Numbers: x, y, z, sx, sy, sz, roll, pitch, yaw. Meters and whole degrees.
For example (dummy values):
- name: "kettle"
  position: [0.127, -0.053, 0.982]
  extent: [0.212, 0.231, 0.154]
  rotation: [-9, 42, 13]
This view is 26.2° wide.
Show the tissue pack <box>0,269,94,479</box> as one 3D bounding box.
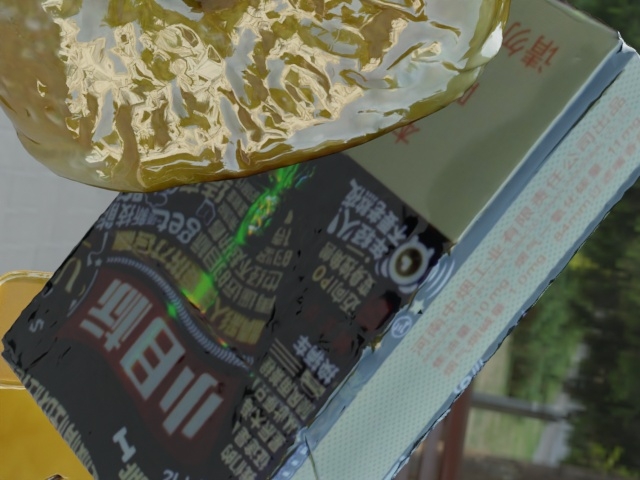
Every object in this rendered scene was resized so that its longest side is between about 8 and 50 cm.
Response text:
- name: "tissue pack"
  position: [-0.191, 0.176, 1.161]
  extent: [0.145, 0.194, 0.274]
  rotation: [-96, -164, -51]

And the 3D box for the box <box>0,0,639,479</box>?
- name: "box"
  position: [0.000, 0.000, 0.673]
  extent: [0.310, 0.198, 0.084]
  rotation: [-52, 139, 3]

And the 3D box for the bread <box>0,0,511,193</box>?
- name: "bread"
  position: [-0.040, -0.161, 0.473]
  extent: [0.176, 0.195, 0.246]
  rotation: [-90, 168, -51]
